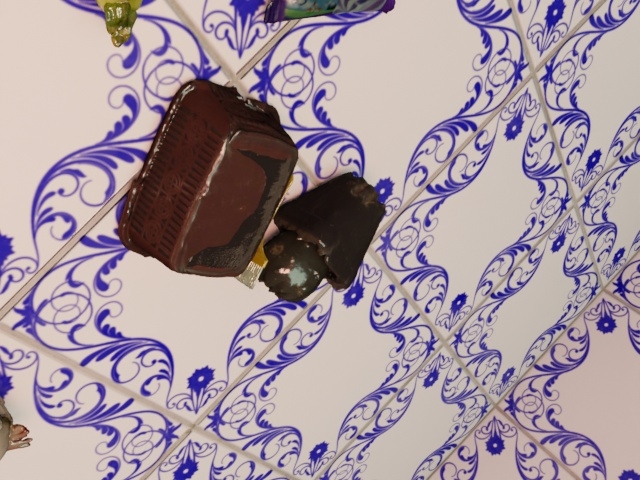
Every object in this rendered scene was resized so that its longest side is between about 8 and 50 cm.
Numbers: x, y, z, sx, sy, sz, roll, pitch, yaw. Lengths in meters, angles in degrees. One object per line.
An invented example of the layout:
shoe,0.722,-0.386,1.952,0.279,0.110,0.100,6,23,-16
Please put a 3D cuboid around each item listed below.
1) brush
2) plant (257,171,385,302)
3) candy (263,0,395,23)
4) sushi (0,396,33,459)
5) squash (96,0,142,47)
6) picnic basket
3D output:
brush,-0.099,-0.027,1.168,0.205,0.083,0.011,-62,155,4
plant,0.000,0.000,1.219,0.256,0.142,0.164,-46,139,-10
candy,0.036,-0.394,1.018,0.275,0.070,0.145,-18,138,-33
sushi,-0.531,0.214,0.931,0.124,0.130,0.332,-41,137,-10
squash,-0.246,-0.329,0.820,0.090,0.075,0.200,-18,109,-54
picnic basket,-0.152,-0.070,1.046,0.222,0.129,0.297,10,113,-45
